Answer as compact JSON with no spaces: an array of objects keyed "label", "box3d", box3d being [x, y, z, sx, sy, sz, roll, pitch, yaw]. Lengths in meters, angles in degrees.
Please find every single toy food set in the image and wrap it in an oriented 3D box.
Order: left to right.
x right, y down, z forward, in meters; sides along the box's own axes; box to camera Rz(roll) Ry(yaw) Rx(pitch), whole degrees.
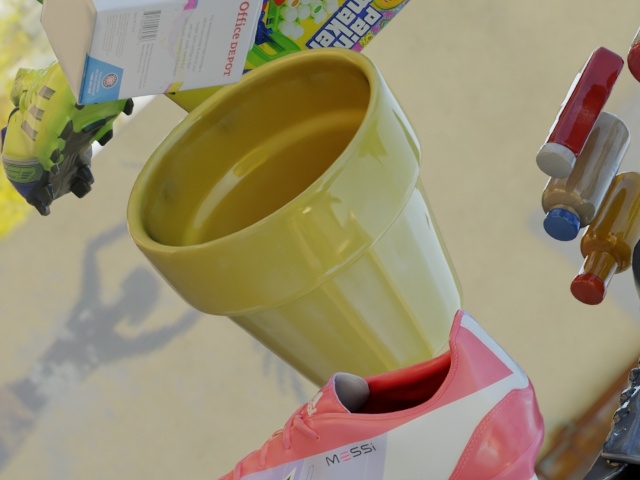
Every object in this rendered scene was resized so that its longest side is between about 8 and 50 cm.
[{"label":"toy food set","box3d":[0.206,-0.062,1.136,0.111,0.104,0.232,32,-34,-3]}]

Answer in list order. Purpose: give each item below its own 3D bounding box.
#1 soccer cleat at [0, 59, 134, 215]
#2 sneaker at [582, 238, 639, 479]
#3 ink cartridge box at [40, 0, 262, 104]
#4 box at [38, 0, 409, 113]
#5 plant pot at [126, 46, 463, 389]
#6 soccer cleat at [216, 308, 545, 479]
[{"label":"soccer cleat","box3d":[-0.247,-0.121,1.628,0.121,0.093,0.289,57,-26,9]},{"label":"sneaker","box3d":[0.209,0.112,1.047,0.350,0.148,0.131,-103,174,-58]},{"label":"ink cartridge box","box3d":[-0.113,-0.166,1.261,0.090,0.143,0.092,61,-32,33]},{"label":"box","box3d":[-0.070,-0.284,1.691,0.279,0.290,0.177,37,35,-15]},{"label":"plant pot","box3d":[0.000,0.000,1.551,0.239,0.254,0.254,53,-10,-32]},{"label":"soccer cleat","box3d":[-0.005,0.120,0.903,0.095,0.248,0.083,60,16,-16]}]
